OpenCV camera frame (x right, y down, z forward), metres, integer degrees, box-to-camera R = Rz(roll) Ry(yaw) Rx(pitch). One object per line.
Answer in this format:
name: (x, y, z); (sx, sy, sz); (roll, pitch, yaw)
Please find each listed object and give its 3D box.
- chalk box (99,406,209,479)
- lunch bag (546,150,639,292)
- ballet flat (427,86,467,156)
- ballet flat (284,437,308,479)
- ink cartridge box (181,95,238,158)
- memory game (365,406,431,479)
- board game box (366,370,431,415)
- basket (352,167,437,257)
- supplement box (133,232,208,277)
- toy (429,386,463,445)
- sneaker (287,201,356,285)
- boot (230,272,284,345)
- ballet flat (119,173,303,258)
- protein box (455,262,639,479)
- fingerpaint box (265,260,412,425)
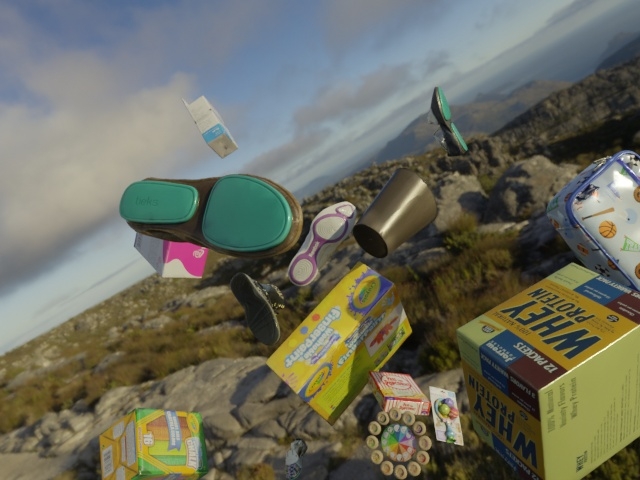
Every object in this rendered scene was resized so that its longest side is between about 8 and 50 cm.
chalk box: (-0.324, 0.442, 1.012); (0.132, 0.132, 0.213); (-38, -38, 22)
lunch bag: (0.677, -0.044, 1.082); (0.243, 0.303, 0.115); (-39, 0, -6)
ballet flat: (0.342, -0.326, 1.367); (0.074, 0.203, 0.074); (-26, 7, 3)
ballet flat: (-0.055, 0.445, 1.006); (0.041, 0.041, 0.114); (-29, 3, 12)
ink cartridge box: (-0.313, -0.334, 1.382); (0.060, 0.180, 0.104); (-33, -19, 4)
memory game: (0.211, 0.554, 1.331); (0.186, 0.186, 0.012); (-28, -21, 17)
board game box: (0.244, 0.484, 1.551); (0.147, 0.045, 0.193); (8, 9, -12)
basket: (0.213, -0.068, 1.431); (0.227, 0.204, 0.154); (-43, 30, -27)
supplement box: (-0.397, 0.008, 1.290); (0.114, 0.111, 0.220); (6, 16, -40)
toy: (0.555, 0.749, 2.104); (0.056, 0.137, 0.237); (127, 155, -45)
sneaker: (0.000, 0.000, 1.546); (0.305, 0.114, 0.152); (-52, 1, 8)
boot: (-0.149, 0.202, 1.416); (0.085, 0.236, 0.179); (-41, -28, 11)
ballet flat: (-0.141, -0.029, 0.702); (0.343, 0.116, 0.124); (5, -13, 33)
protein box: (0.309, 0.174, 0.627); (0.201, 0.199, 0.136); (-25, 29, -15)
fingerpaint box: (0.081, 0.349, 1.626); (0.163, 0.371, 0.445); (34, 74, 35)
